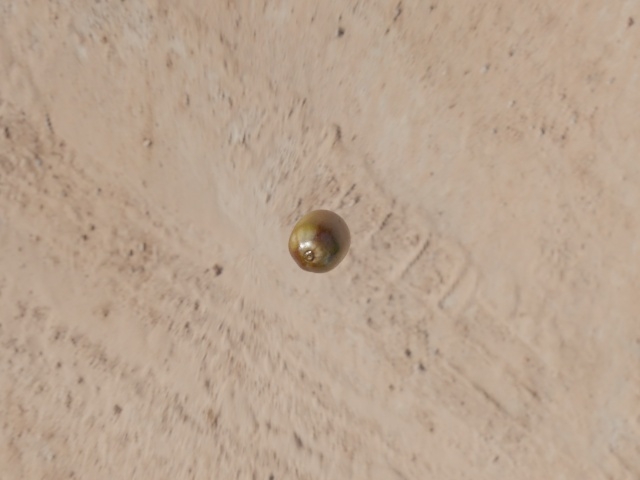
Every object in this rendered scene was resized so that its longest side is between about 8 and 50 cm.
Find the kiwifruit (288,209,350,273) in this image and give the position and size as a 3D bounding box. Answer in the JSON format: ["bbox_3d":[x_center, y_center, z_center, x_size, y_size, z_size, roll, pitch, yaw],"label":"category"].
[{"bbox_3d":[0.000,0.000,1.317,0.075,0.124,0.075,2,103,10],"label":"kiwifruit"}]
